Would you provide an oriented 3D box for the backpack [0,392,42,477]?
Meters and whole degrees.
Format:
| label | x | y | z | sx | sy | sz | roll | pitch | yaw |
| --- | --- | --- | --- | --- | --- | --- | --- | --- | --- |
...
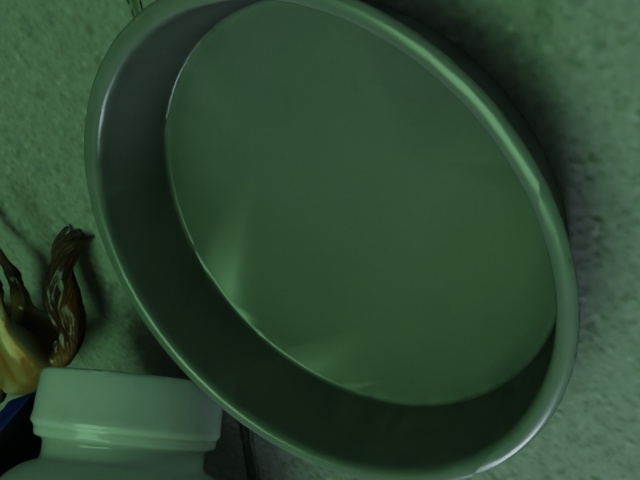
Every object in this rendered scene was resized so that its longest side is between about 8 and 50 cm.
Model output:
| label | x | y | z | sx | sy | sz | roll | pitch | yaw |
| --- | --- | --- | --- | --- | --- | --- | --- | --- | --- |
| backpack | -0.244 | 0.204 | 0.754 | 0.120 | 0.098 | 0.101 | 48 | 141 | -17 |

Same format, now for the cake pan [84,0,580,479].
| label | x | y | z | sx | sy | sz | roll | pitch | yaw |
| --- | --- | --- | --- | --- | --- | --- | --- | --- | --- |
| cake pan | 0.000 | 0.000 | 0.466 | 0.293 | 0.054 | 0.293 | 18 | 128 | 25 |

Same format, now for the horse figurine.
| label | x | y | z | sx | sy | sz | roll | pitch | yaw |
| --- | --- | --- | --- | --- | --- | --- | --- | --- | --- |
| horse figurine | -0.261 | 0.064 | 0.691 | 0.263 | 0.066 | 0.174 | -10 | 111 | 40 |

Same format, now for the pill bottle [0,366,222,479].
| label | x | y | z | sx | sy | sz | roll | pitch | yaw |
| --- | --- | --- | --- | --- | --- | --- | --- | --- | --- |
| pill bottle | -0.141 | 0.239 | 0.563 | 0.169 | 0.169 | 0.302 | -5 | 73 | 38 |
